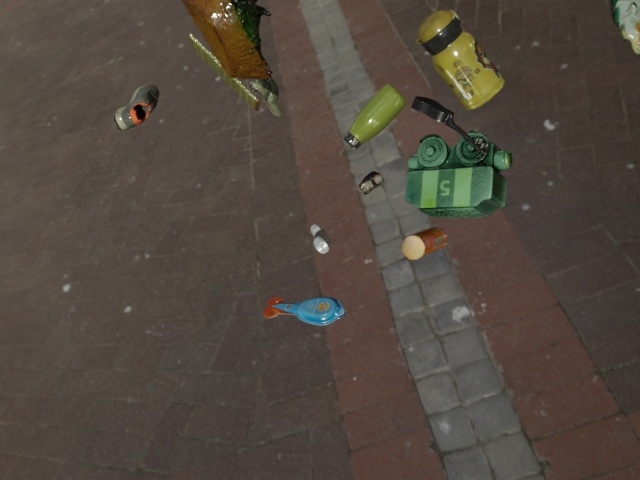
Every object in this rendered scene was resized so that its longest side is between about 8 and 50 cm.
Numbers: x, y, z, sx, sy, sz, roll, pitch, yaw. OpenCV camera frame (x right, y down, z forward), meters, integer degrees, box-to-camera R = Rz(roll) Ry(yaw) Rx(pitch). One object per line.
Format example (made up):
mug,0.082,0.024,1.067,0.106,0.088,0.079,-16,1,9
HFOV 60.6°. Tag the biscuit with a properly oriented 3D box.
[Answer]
biscuit,-0.240,-0.420,1.384,0.016,0.231,0.139,-47,8,-3

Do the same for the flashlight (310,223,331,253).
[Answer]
flashlight,0.000,0.000,1.871,0.048,0.093,0.200,-36,13,8

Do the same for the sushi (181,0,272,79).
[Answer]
sushi,-0.188,-0.477,1.191,0.140,0.287,0.149,-40,19,-19

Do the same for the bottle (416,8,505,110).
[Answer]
bottle,0.479,-0.636,1.908,0.172,0.351,0.171,-38,21,17

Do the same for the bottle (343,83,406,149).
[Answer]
bottle,0.195,-0.452,2.036,0.260,0.112,0.112,-46,41,8

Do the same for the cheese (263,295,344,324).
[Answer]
cheese,-0.049,0.200,1.589,0.256,0.037,0.106,1,40,23

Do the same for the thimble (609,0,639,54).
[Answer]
thimble,0.840,-0.587,1.313,0.254,0.288,0.167,32,78,23

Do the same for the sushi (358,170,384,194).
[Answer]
sushi,0.161,-0.188,1.750,0.083,0.046,0.044,-41,20,-5

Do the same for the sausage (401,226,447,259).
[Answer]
sausage,0.306,0.002,1.553,0.071,0.071,0.234,3,10,31

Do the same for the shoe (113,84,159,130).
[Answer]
shoe,-0.494,-0.375,1.529,0.077,0.074,0.194,-3,41,28

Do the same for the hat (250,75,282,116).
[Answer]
hat,-0.173,-0.496,1.872,0.081,0.166,0.122,-31,37,6

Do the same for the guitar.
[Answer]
guitar,0.346,-0.307,1.438,0.084,0.038,0.271,-8,42,-38

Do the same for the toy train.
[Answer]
toy train,0.392,-0.181,1.563,0.299,0.167,0.238,2,82,38
